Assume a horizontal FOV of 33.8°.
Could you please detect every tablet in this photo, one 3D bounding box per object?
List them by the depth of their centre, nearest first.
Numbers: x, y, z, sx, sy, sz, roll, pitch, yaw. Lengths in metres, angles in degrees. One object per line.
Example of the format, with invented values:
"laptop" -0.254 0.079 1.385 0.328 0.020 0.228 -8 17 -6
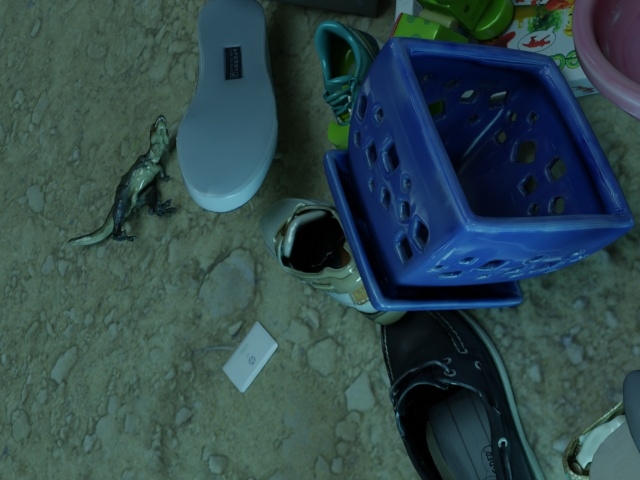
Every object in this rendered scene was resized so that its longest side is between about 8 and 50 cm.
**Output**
"tablet" -0.094 0.154 1.395 0.083 0.006 0.054 -54 50 11

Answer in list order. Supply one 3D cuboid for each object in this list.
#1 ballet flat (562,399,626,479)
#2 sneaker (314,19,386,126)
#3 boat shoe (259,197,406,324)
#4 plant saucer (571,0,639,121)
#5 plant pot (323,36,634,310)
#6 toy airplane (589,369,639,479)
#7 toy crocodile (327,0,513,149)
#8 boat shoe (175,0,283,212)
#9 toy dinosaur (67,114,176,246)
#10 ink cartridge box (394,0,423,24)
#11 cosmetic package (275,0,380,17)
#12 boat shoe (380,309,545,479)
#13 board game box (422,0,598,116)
"ballet flat" 0.317 0.174 1.022 0.206 0.067 0.073 -48 50 14
"sneaker" 0.046 -0.159 1.327 0.107 0.110 0.275 -30 59 27
"boat shoe" 0.000 0.000 1.278 0.113 0.103 0.302 -57 35 -4
"plant saucer" 0.411 -0.201 0.999 0.332 0.084 0.332 -11 47 12
"plant pot" 0.147 -0.053 1.116 0.212 0.236 0.236 -51 50 45
"toy airplane" 0.418 0.064 0.846 0.384 0.272 0.386 4 77 40
"toy crocodile" 0.127 -0.234 1.214 0.105 0.115 0.340 32 97 41
"boat shoe" -0.123 -0.160 1.441 0.136 0.156 0.367 -5 53 0
"toy dinosaur" -0.285 -0.058 1.590 0.268 0.064 0.118 -50 44 16
"ink cartridge box" 0.121 -0.251 1.330 0.029 0.063 0.115 -9 69 38
"cosmetic package" -0.034 -0.380 1.406 0.238 0.127 0.107 15 83 18
"boat shoe" 0.133 0.184 1.133 0.127 0.113 0.340 -35 55 25
"board game box" 0.258 -0.256 1.230 0.305 0.053 0.193 -8 71 36
